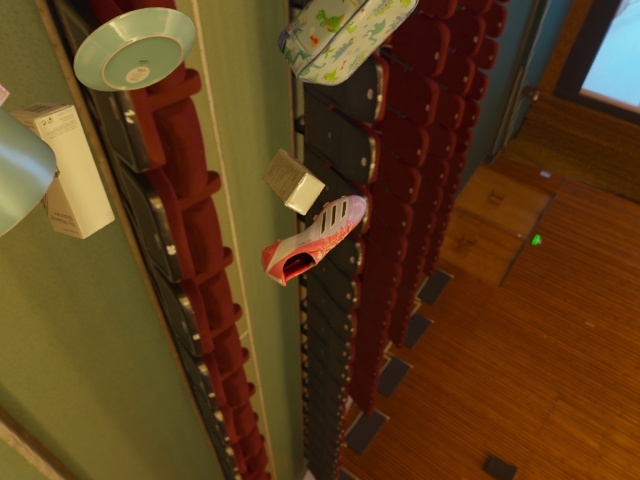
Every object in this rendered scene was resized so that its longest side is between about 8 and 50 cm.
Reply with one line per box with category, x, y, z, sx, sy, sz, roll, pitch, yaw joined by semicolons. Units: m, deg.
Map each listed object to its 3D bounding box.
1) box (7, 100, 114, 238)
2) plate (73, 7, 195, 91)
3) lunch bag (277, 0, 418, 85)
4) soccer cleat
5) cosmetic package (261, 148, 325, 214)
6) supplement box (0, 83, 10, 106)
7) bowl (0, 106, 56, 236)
box;-0.548;-0.148;1.036;0.094;0.113;0.275;-48;141;-46
plate;-0.268;-0.272;0.728;0.188;0.024;0.188;-30;176;-2
lunch bag;0.047;-0.359;0.815;0.219;0.090;0.176;-38;170;34
soccer cleat;0.000;0.000;0.943;0.248;0.095;0.083;-32;131;-14
cosmetic package;-0.045;-0.094;0.761;0.041;0.115;0.060;28;105;-36
supplement box;-0.921;-0.346;1.291;0.078;0.080;0.233;54;21;-44
bowl;-0.536;-0.109;0.626;0.311;0.311;0.163;-46;143;-29
